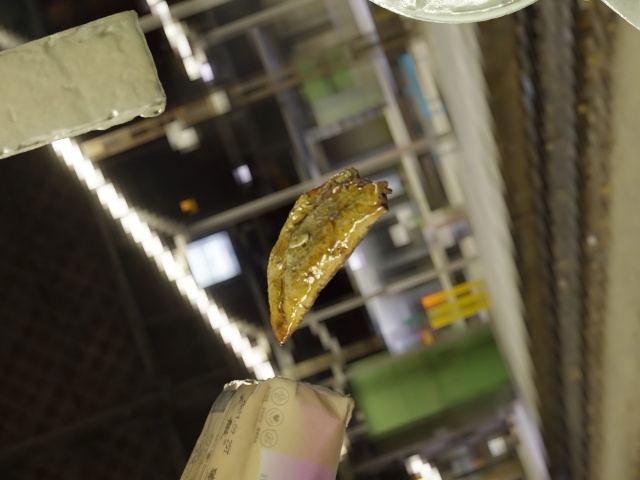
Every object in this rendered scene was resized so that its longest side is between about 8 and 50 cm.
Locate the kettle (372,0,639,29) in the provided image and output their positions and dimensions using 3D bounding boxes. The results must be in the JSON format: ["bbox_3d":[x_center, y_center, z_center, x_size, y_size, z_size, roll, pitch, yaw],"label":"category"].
[{"bbox_3d":[0.139,-0.264,1.303,0.318,0.265,0.205,-50,-28,-70],"label":"kettle"}]

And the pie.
[{"bbox_3d":[0.000,0.000,1.647,0.034,0.170,0.092,17,-146,-41],"label":"pie"}]

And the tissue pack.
[{"bbox_3d":[-0.067,0.250,1.741,0.215,0.123,0.256,164,120,-74],"label":"tissue pack"}]

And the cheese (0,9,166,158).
[{"bbox_3d":[-0.309,-0.073,1.413,0.034,0.400,0.085,-173,67,-78],"label":"cheese"}]
